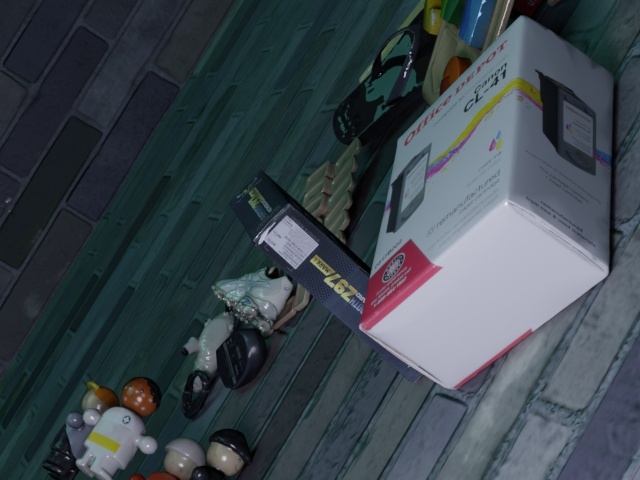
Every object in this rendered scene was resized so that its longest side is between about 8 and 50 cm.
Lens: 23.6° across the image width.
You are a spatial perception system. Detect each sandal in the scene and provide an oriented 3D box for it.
[{"bbox_3d":[0.102,-0.227,2.093,0.254,0.054,0.097,-49,48,22],"label":"sandal"}]

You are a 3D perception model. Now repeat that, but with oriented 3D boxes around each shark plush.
[{"bbox_3d":[-0.154,0.141,2.222,0.067,0.073,0.161,93,-173,-52],"label":"shark plush"}]

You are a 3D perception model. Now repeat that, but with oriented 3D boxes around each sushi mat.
[{"bbox_3d":[0.150,-0.339,2.257,0.316,0.019,0.151,-52,8,16],"label":"sushi mat"}]

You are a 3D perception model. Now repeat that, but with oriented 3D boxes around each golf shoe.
[{"bbox_3d":[-0.087,0.071,2.107,0.086,0.069,0.176,-49,26,-10],"label":"golf shoe"}]

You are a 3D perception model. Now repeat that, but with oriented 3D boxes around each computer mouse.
[{"bbox_3d":[-0.131,0.185,2.103,0.242,0.041,0.071,-42,57,51],"label":"computer mouse"}]

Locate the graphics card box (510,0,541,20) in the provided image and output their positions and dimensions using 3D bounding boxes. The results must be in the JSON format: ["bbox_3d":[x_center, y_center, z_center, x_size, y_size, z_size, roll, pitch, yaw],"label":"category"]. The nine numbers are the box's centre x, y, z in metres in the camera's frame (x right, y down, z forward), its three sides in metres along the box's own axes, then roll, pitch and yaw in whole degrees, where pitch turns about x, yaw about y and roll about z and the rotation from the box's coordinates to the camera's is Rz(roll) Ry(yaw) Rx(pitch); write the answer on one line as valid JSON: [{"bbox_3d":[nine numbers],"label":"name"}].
[{"bbox_3d":[0.303,-0.467,1.966,0.371,0.094,0.233,-54,17,7],"label":"graphics card box"}]

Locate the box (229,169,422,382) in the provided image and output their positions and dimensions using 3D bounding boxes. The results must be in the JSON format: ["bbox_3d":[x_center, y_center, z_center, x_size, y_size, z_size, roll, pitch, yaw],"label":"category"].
[{"bbox_3d":[0.015,0.035,1.616,0.059,0.233,0.183,-46,18,3],"label":"box"}]

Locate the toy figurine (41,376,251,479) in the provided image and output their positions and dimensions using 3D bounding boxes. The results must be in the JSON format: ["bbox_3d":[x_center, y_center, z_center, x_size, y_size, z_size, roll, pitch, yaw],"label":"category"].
[{"bbox_3d":[-0.213,0.264,1.887,0.148,0.209,0.213,-58,16,-23],"label":"toy figurine"}]

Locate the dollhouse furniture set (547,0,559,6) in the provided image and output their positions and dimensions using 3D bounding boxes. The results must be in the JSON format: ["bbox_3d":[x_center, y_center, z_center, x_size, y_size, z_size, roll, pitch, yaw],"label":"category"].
[{"bbox_3d":[0.276,-0.395,1.810,0.123,0.151,0.144,-30,29,57],"label":"dollhouse furniture set"}]

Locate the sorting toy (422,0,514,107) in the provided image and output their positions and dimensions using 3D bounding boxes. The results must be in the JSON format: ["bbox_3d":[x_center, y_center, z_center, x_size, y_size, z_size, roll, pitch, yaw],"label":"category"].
[{"bbox_3d":[0.160,-0.256,1.879,0.307,0.041,0.229,-114,33,-65],"label":"sorting toy"}]

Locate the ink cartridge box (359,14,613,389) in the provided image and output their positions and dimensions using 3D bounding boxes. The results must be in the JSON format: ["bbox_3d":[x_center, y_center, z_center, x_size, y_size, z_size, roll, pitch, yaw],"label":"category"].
[{"bbox_3d":[0.168,-0.040,1.505,0.226,0.131,0.306,-45,22,36],"label":"ink cartridge box"}]

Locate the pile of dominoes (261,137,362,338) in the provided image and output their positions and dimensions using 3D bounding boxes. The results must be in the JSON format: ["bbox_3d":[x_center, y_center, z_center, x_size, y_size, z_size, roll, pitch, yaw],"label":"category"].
[{"bbox_3d":[0.000,0.000,2.108,0.196,0.040,0.251,-39,33,46],"label":"pile of dominoes"}]
